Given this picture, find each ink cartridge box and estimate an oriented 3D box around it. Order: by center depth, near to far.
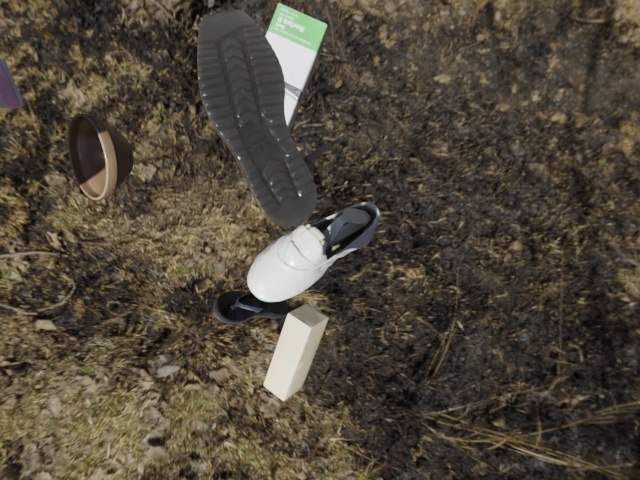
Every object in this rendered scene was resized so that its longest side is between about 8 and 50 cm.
[{"bbox_3d":[-0.099,-0.350,1.014,0.122,0.211,0.289,22,89,-7],"label":"ink cartridge box"}]

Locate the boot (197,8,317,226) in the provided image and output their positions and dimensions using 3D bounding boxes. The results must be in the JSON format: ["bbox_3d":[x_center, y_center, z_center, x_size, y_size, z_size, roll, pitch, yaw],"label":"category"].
[{"bbox_3d":[-0.071,-0.109,0.446,0.077,0.137,0.197,-16,96,-9],"label":"boot"}]

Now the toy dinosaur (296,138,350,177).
[{"bbox_3d":[-0.036,-0.132,0.773,0.183,0.053,0.093,-53,139,1],"label":"toy dinosaur"}]

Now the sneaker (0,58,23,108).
[{"bbox_3d":[-0.793,-0.384,1.062,0.070,0.051,0.134,-27,93,-44],"label":"sneaker"}]

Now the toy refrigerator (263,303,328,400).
[{"bbox_3d":[-0.077,0.328,1.292,0.094,0.102,0.269,29,114,24],"label":"toy refrigerator"}]

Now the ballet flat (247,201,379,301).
[{"bbox_3d":[0.000,0.000,0.997,0.400,0.139,0.139,-28,86,-42],"label":"ballet flat"}]

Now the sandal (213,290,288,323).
[{"bbox_3d":[-0.194,0.180,1.254,0.254,0.054,0.097,2,53,-46],"label":"sandal"}]

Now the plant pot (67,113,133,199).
[{"bbox_3d":[-0.614,-0.240,1.243,0.110,0.237,0.237,-20,83,-46],"label":"plant pot"}]
